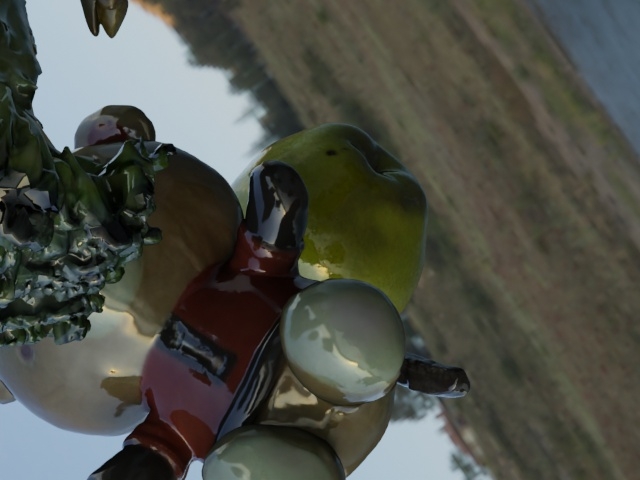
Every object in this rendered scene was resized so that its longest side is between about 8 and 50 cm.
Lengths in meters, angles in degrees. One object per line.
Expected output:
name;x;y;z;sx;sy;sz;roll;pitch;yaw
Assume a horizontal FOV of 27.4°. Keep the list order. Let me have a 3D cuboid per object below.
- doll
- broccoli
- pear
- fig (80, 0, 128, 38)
doll;-0.080;0.054;0.831;0.330;0.235;0.174;27;-178;29
broccoli;-0.188;-0.078;0.719;0.165;0.145;0.304;29;-144;-40
pear;0.001;0.001;1.140;0.198;0.198;0.198;53;-171;-12
fig;-0.196;-0.274;0.724;0.286;0.286;0.369;7;-116;-78
